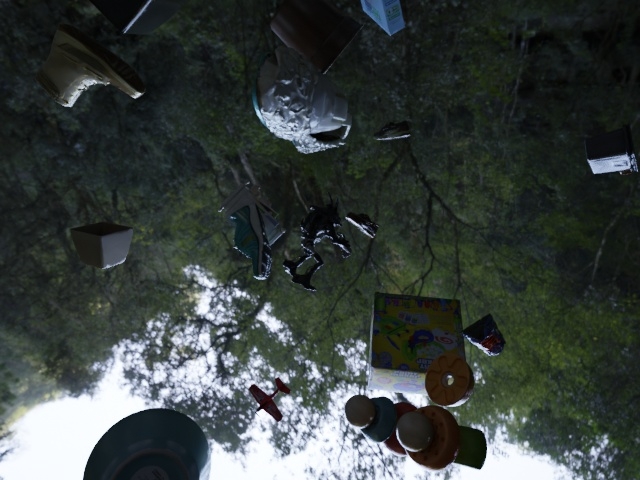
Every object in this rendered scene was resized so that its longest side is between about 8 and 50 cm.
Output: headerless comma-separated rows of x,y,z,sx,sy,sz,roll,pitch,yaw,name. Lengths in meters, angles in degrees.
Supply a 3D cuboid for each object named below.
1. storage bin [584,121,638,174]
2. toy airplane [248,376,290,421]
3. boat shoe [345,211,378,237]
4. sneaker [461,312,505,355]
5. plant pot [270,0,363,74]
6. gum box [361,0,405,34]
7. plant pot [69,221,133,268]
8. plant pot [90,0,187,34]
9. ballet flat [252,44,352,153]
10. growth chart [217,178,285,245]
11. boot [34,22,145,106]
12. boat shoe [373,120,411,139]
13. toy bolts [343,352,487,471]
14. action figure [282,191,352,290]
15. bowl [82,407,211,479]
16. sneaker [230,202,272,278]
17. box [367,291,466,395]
0.674,-0.198,1.021,0.091,0.135,0.098,-10,-107,37,storage bin
-0.163,0.513,1.449,0.151,0.028,0.151,0,-103,-1,toy airplane
0.185,-0.083,1.934,0.073,0.207,0.073,27,-94,42,boat shoe
0.411,0.235,1.073,0.083,0.221,0.087,-41,-117,17,sneaker
-0.017,-0.485,1.016,0.167,0.165,0.167,-48,-166,16,plant pot
0.112,-0.555,0.931,0.041,0.184,0.157,-27,-131,4,gum box
-0.569,0.014,1.153,0.109,0.096,0.109,11,-164,21,plant pot
-0.504,-0.667,1.188,0.167,0.188,0.187,-42,-172,26,plant pot
-0.008,-0.242,0.808,0.147,0.147,0.409,-12,-177,8,ballet flat
-0.230,-0.078,1.505,0.172,0.237,0.021,-39,-178,-12,growth chart
-0.669,-0.460,1.282,0.203,0.262,0.095,-43,-153,24,boot
0.305,-0.471,1.882,0.080,0.073,0.223,-8,-169,-26,boat shoe
0.158,0.300,0.808,0.228,0.158,0.218,-26,-138,44,toy bolts
0.000,0.000,1.305,0.164,0.141,0.276,35,-81,41,action figure
-0.412,0.581,1.062,0.311,0.311,0.163,-38,-176,-22,bowl
-0.223,0.009,1.417,0.110,0.107,0.275,-19,-121,0,sneaker
0.312,0.345,1.468,0.290,0.177,0.279,5,-131,5,box
